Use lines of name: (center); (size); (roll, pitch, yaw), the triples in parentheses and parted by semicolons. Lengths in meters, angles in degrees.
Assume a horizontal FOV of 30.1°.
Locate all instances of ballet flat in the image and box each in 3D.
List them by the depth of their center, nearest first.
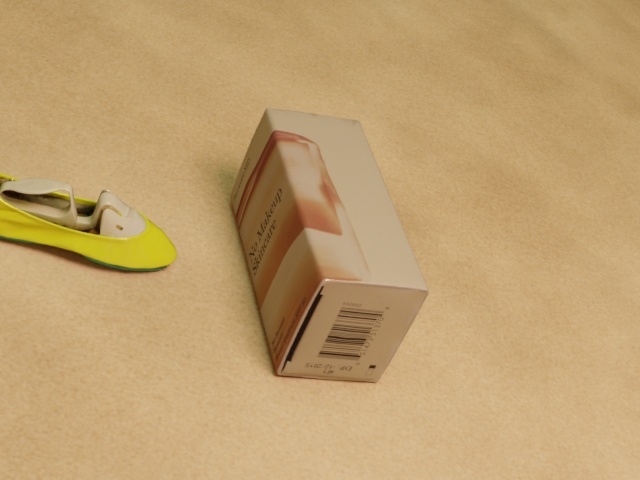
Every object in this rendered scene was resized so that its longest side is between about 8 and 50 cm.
ballet flat: (-0.262, -0.024, 1.293); (0.230, 0.077, 0.077); (13, 36, -14)

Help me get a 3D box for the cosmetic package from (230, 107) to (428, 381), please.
cosmetic package: (0.000, 0.000, 1.345); (0.129, 0.153, 0.296); (7, 38, -23)
